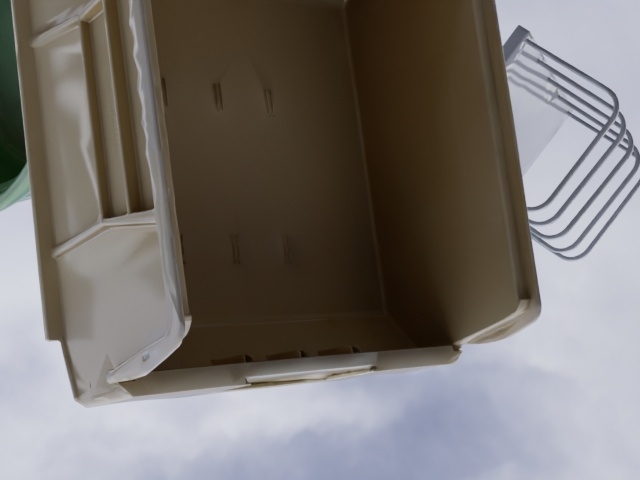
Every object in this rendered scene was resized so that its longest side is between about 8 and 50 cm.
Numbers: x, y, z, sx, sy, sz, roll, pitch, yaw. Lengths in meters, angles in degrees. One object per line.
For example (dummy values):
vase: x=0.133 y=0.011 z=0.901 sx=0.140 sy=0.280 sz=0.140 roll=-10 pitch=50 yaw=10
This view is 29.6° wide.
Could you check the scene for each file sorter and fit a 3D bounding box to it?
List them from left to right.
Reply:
file sorter: x=0.295 y=-0.107 z=1.565 sx=0.173 sy=0.193 sz=0.278 roll=38 pitch=-178 yaw=27

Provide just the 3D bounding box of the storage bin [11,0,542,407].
storage bin: x=-0.019 y=-0.053 z=0.669 sx=0.262 sy=0.123 sz=0.260 roll=0 pitch=-101 yaw=-43

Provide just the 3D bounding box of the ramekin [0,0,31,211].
ramekin: x=-0.303 y=-0.176 z=1.144 sx=0.303 sy=0.303 sz=0.148 roll=43 pitch=-151 yaw=21
